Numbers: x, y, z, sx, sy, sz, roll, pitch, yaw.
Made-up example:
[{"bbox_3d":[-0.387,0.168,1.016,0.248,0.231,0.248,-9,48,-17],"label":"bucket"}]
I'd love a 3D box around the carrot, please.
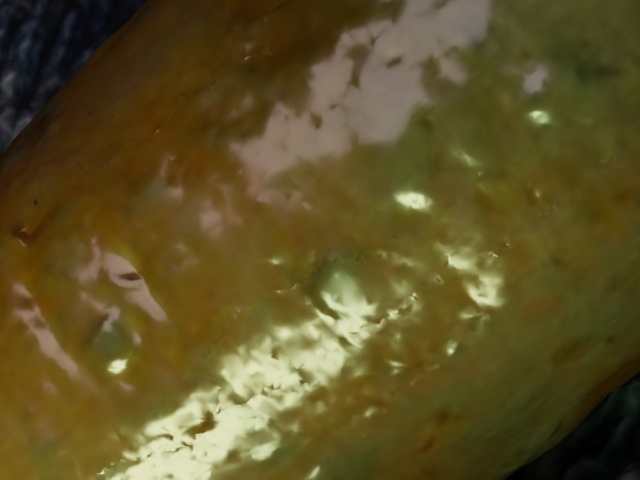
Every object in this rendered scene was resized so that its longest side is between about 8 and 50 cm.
[{"bbox_3d":[0.000,0.000,0.687,0.341,0.224,0.224,-39,52,4],"label":"carrot"}]
